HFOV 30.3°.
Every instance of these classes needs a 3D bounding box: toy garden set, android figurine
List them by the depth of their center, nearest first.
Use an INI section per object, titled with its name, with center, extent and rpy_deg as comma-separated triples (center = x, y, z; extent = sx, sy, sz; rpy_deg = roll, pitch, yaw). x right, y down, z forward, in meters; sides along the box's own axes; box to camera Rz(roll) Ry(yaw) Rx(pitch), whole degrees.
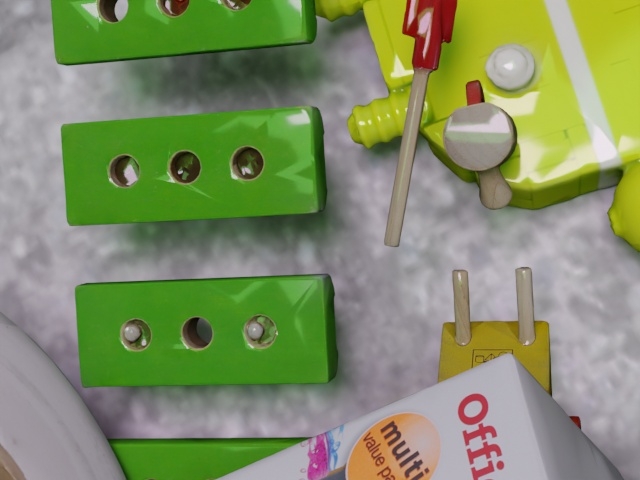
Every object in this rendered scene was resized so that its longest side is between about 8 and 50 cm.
[toy garden set]
center = 0.000, 0.000, 0.490
extent = 0.204, 0.049, 0.244
rpy_deg = -3, 93, 13
[android figurine]
center = 0.133, -0.115, 0.507
extent = 0.273, 0.056, 0.248
rpy_deg = -15, 77, 7

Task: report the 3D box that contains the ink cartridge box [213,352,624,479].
[ink cartridge box]
center = 0.028, 0.147, 0.405
extent = 0.176, 0.127, 0.128
rpy_deg = -26, 43, 17

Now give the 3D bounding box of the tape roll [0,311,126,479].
[tape roll]
center = -0.194, 0.141, 0.408
extent = 0.169, 0.246, 0.246
rpy_deg = -29, 75, 24
